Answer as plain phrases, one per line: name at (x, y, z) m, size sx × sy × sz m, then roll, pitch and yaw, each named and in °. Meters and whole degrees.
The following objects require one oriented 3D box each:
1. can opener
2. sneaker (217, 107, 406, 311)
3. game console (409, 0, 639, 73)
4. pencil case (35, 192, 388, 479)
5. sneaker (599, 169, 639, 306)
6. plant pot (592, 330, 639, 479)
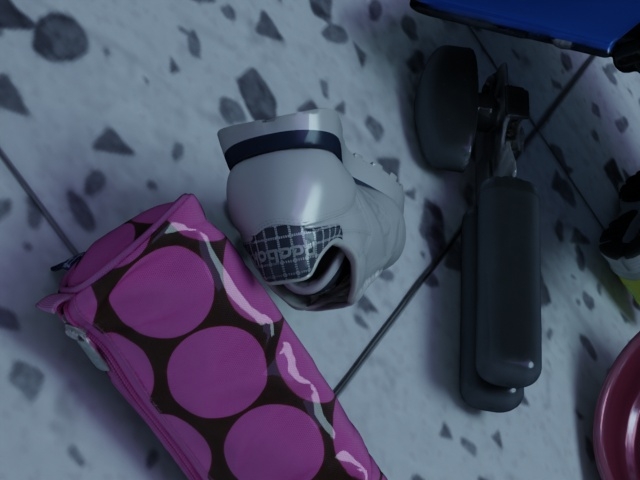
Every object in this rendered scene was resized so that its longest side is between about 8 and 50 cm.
can opener at (0.113, -0.012, 1.050) m, size 0.093 × 0.074 × 0.280 m, roll 5°, pitch 57°, yaw -9°
sneaker at (0.000, 0.000, 0.852) m, size 0.235 × 0.090 × 0.095 m, roll 32°, pitch 44°, yaw -69°
game console at (0.223, -0.112, 1.135) m, size 0.293 × 0.173 × 0.250 m, roll -36°, pitch 108°, yaw -62°
pencil case at (-0.054, 0.081, 0.775) m, size 0.098 × 0.095 × 0.209 m, roll -44°, pitch 106°, yaw -31°
sneaker at (0.301, -0.005, 1.247) m, size 0.208 × 0.081 × 0.094 m, roll -46°, pitch 113°, yaw -45°
plant pot at (0.330, 0.161, 1.097) m, size 0.180 × 0.201 × 0.201 m, roll 39°, pitch 42°, yaw -50°
